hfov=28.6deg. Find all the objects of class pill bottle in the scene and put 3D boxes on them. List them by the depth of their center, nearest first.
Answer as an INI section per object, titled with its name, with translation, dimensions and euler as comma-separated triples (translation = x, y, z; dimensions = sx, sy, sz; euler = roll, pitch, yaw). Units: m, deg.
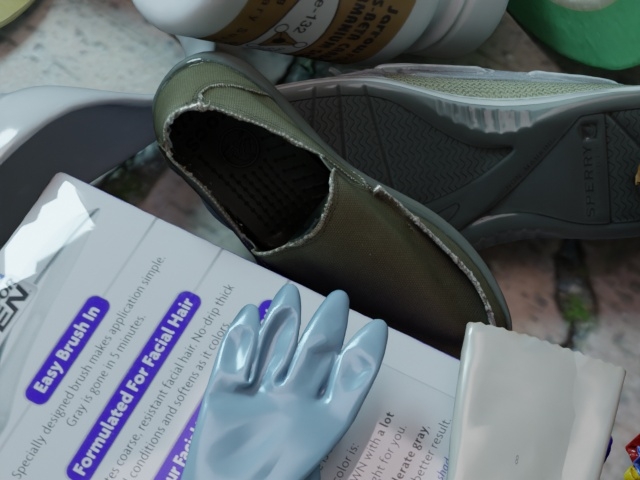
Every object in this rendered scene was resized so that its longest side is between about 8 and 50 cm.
[pill bottle]
translation = 0.006, -0.177, 0.777
dimensions = 0.229, 0.131, 0.131
euler = 3, 53, -40

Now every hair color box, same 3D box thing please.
[hair color box]
translation = -0.043, 0.121, 0.671
dimensions = 0.338, 0.110, 0.185
euler = 26, 66, 13

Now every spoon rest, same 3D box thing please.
[spoon rest]
translation = -0.147, -0.076, 0.784
dimensions = 0.084, 0.137, 0.276
euler = 36, 53, 0

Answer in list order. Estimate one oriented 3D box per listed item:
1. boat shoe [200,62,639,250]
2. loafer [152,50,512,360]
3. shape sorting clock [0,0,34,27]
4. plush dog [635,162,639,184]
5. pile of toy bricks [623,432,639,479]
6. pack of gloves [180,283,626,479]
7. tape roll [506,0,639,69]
[boat shoe]
translation = 0.083, -0.054, 0.778
dimensions = 0.320, 0.118, 0.103
euler = -5, 16, 1
[loafer]
translation = 0.000, 0.000, 0.698
dimensions = 0.251, 0.087, 0.094
euler = 39, 108, -4
[shape sorting clock]
translation = -0.292, -0.214, 0.900
dimensions = 0.206, 0.040, 0.206
euler = 6, 55, -8
[plush dog]
translation = 0.291, -0.051, 0.660
dimensions = 0.225, 0.211, 0.262
euler = 41, 41, 16
[pile of toy bricks]
translation = 0.254, 0.175, 0.651
dimensions = 0.105, 0.118, 0.212
euler = 8, 45, -32
[pack of gloves]
translation = 0.025, 0.142, 0.587
dimensions = 0.195, 0.046, 0.232
euler = 18, 66, -3
[tape roll]
translation = 0.155, -0.266, 0.764
dimensions = 0.077, 0.321, 0.321
euler = -27, 64, -13
